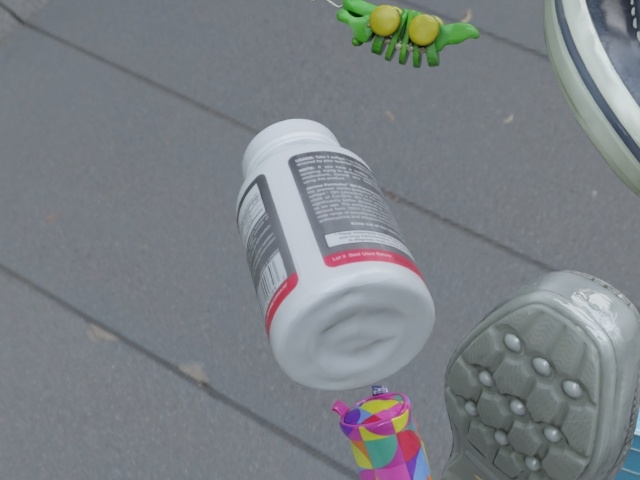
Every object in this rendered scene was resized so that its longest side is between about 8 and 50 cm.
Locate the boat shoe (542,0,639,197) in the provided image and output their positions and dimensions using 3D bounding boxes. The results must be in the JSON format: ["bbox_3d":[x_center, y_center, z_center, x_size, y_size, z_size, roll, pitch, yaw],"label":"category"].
[{"bbox_3d":[0.302,-0.203,0.623,0.187,0.156,0.500,52,51,-7],"label":"boat shoe"}]

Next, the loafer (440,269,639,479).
[{"bbox_3d":[0.145,0.114,0.585,0.111,0.319,0.112,-37,63,-23],"label":"loafer"}]

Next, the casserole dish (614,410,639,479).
[{"bbox_3d":[0.386,0.254,1.076,0.188,0.114,0.037,17,36,5],"label":"casserole dish"}]

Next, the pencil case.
[{"bbox_3d":[0.096,0.306,1.163,0.104,0.236,0.104,-17,13,4],"label":"pencil case"}]

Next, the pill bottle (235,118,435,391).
[{"bbox_3d":[0.000,0.000,1.040,0.176,0.176,0.319,-11,43,-9],"label":"pill bottle"}]

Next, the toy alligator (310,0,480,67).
[{"bbox_3d":[0.055,-0.201,0.869,0.189,0.051,0.056,16,16,10],"label":"toy alligator"}]
